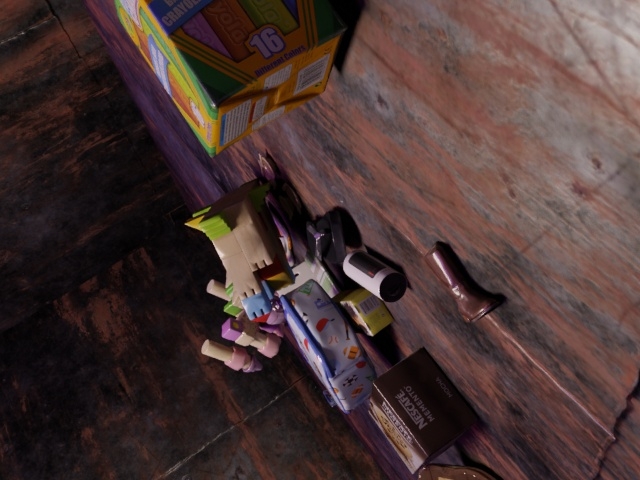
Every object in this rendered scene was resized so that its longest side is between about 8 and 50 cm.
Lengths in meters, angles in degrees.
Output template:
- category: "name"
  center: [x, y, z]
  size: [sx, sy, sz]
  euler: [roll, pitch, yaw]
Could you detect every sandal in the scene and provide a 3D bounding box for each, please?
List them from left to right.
- category: "sandal"
  center: [-0.128, 0.011, 1.839]
  size: [0.102, 0.076, 0.265]
  euler: [49, 165, 31]
- category: "sandal"
  center: [0.000, 0.001, 1.319]
  size: [0.254, 0.054, 0.097]
  euler: [161, 98, -77]

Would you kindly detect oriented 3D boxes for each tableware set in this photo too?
- category: "tableware set"
  center: [-0.093, -0.119, 1.522]
  size: [0.169, 0.020, 0.141]
  euler: [55, 167, 10]

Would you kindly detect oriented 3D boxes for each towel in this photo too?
- category: "towel"
  center: [0.013, 0.087, 1.636]
  size: [0.152, 0.023, 0.113]
  euler: [57, 165, 10]

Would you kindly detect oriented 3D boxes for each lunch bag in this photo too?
- category: "lunch bag"
  center: [0.015, 0.235, 1.515]
  size: [0.243, 0.115, 0.303]
  euler: [50, 166, 35]

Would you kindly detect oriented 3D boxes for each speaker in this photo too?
- category: "speaker"
  center: [0.093, 0.060, 1.183]
  size: [0.055, 0.055, 0.136]
  euler: [63, 166, -26]

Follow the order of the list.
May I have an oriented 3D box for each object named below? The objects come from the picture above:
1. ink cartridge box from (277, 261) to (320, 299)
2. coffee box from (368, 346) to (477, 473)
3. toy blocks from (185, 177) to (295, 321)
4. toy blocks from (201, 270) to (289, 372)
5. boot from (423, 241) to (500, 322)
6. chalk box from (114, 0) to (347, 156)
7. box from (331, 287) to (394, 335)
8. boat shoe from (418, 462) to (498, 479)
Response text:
- category: "ink cartridge box"
  center: [-0.025, 0.164, 1.741]
  size: [0.198, 0.115, 0.067]
  euler: [54, 168, 19]
- category: "coffee box"
  center: [0.191, 0.346, 1.363]
  size: [0.168, 0.119, 0.297]
  euler: [53, 167, 21]
- category: "toy blocks"
  center: [-0.148, 0.021, 1.557]
  size: [0.381, 0.190, 0.261]
  euler: [-91, -22, -76]
- category: "toy blocks"
  center: [-0.146, 0.200, 1.956]
  size: [0.260, 0.309, 0.289]
  euler: [27, -141, -28]
- category: "boot"
  center: [0.178, 0.049, 0.891]
  size: [0.114, 0.037, 0.106]
  euler: [60, 166, 8]
- category: "chalk box"
  center: [-0.132, -0.282, 0.806]
  size: [0.289, 0.179, 0.180]
  euler: [55, 167, 5]
- category: "box"
  center: [0.078, 0.148, 1.447]
  size: [0.087, 0.058, 0.232]
  euler: [57, 168, -1]
- category: "boat shoe"
  center: [0.314, 0.503, 1.401]
  size: [0.257, 0.095, 0.095]
  euler: [0, 81, 60]
